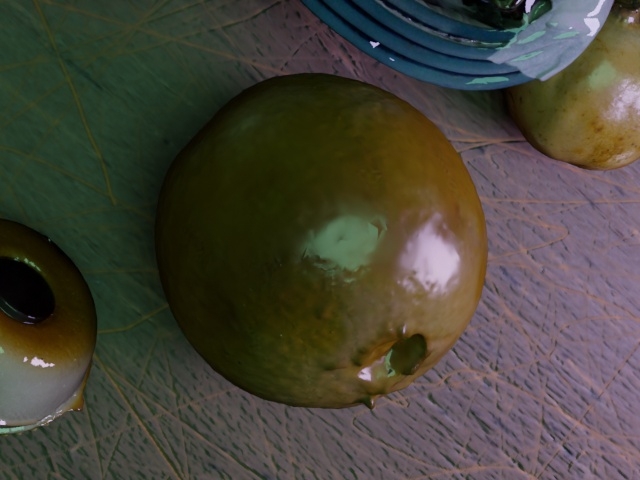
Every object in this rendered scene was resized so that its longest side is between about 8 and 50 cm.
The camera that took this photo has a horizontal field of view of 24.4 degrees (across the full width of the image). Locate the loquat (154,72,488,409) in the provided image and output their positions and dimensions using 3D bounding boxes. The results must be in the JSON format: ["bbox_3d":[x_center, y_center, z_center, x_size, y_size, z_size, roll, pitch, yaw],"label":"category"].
[{"bbox_3d":[0.000,0.000,1.427,0.328,0.328,0.328,-1,95,-15],"label":"loquat"}]

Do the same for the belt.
[{"bbox_3d":[0.100,-0.334,1.392,0.436,0.173,0.300,33,113,-32],"label":"belt"}]

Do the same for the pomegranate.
[{"bbox_3d":[0.290,-0.175,1.561,0.196,0.196,0.196,-1,95,-15],"label":"pomegranate"}]

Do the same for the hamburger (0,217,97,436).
[{"bbox_3d":[-0.316,0.078,1.407,0.237,0.237,0.147,37,124,-15],"label":"hamburger"}]
